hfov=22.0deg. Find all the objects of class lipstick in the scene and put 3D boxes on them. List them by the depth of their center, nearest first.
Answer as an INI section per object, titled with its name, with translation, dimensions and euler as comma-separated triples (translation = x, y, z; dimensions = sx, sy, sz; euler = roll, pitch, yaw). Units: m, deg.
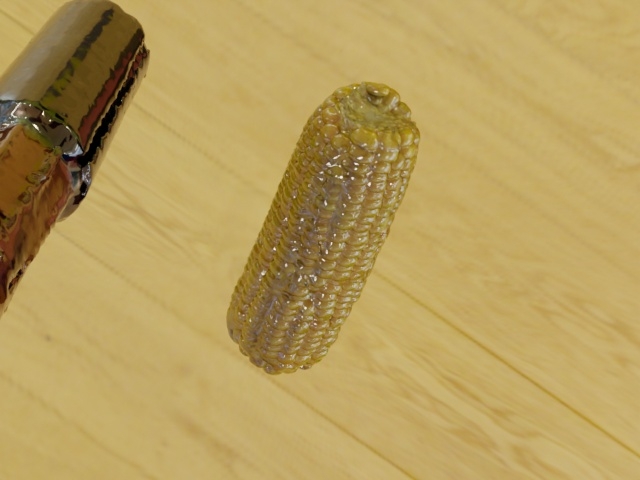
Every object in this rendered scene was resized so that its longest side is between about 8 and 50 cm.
[lipstick]
translation = -0.167, -0.012, 0.827
dimensions = 0.077, 0.418, 0.077
euler = 5, 122, 7

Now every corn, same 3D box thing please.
[corn]
translation = 0.000, 0.000, 0.890
dimensions = 0.068, 0.207, 0.068
euler = 13, 44, -14
